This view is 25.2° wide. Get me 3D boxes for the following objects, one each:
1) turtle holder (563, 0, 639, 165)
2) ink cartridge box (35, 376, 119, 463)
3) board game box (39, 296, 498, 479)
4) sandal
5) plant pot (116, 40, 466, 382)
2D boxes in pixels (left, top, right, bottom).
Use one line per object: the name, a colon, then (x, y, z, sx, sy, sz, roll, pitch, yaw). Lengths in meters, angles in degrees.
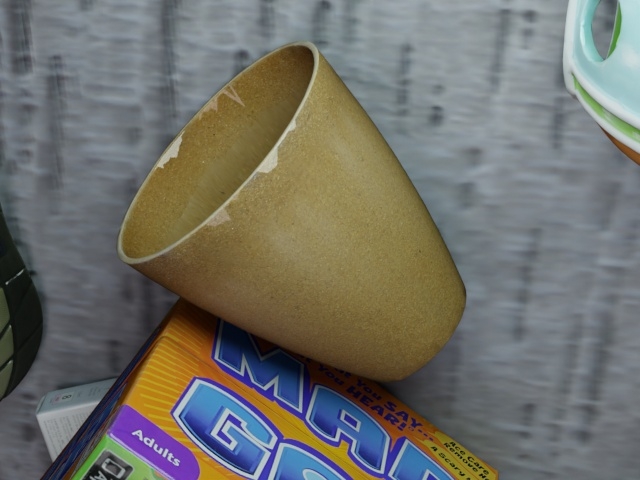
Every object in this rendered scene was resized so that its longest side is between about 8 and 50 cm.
turtle holder: (0.298, -0.179, 1.010, 0.227, 0.243, 0.320, 14, 130, 30)
ink cartridge box: (-0.154, 0.226, 1.476, 0.232, 0.066, 0.189, -13, 112, 5)
board game box: (-0.092, 0.310, 1.269, 0.356, 0.356, 0.356, 36, 110, -6)
sandal: (-0.355, 0.031, 1.413, 0.086, 0.120, 0.303, 15, 122, 42)
plant pot: (0.000, 0.000, 1.222, 0.237, 0.237, 0.254, -36, 116, 29)
